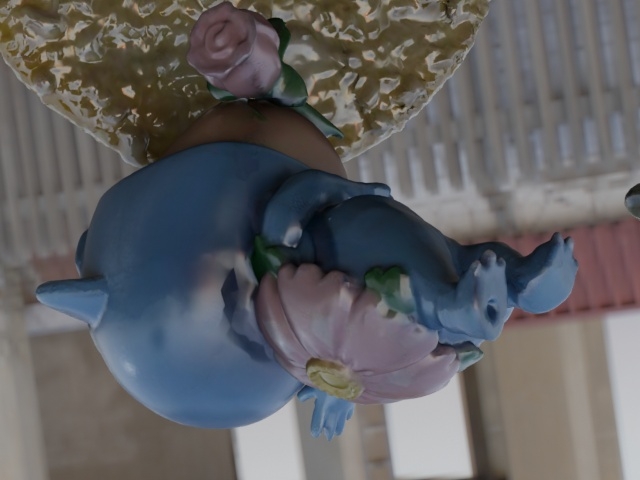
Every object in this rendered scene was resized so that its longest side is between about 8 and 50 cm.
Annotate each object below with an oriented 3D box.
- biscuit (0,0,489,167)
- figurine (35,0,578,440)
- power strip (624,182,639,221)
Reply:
[{"bbox_3d":[-0.031,-0.127,0.639,0.220,0.219,0.033,-8,-178,-18],"label":"biscuit"},{"bbox_3d":[-0.002,-0.004,0.562,0.178,0.144,0.114,1,171,37],"label":"figurine"},{"bbox_3d":[0.315,-0.024,0.763,0.257,0.092,0.251,-16,143,42],"label":"power strip"}]
